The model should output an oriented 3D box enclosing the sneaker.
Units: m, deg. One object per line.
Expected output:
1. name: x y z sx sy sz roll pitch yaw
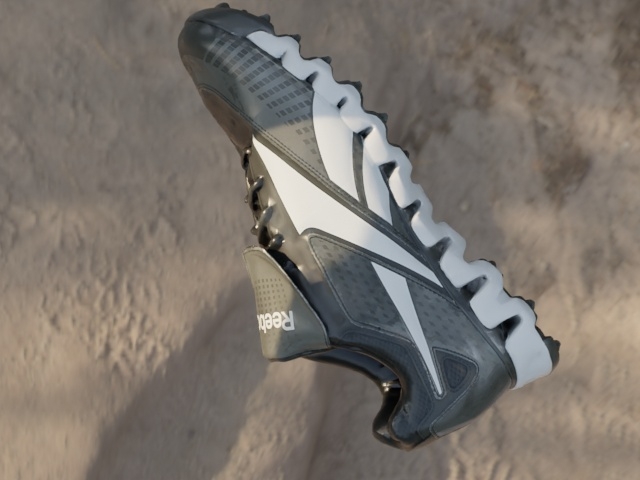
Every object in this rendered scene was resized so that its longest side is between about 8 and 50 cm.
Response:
1. sneaker: 0.000 0.000 0.623 0.106 0.078 0.234 -41 93 -16
